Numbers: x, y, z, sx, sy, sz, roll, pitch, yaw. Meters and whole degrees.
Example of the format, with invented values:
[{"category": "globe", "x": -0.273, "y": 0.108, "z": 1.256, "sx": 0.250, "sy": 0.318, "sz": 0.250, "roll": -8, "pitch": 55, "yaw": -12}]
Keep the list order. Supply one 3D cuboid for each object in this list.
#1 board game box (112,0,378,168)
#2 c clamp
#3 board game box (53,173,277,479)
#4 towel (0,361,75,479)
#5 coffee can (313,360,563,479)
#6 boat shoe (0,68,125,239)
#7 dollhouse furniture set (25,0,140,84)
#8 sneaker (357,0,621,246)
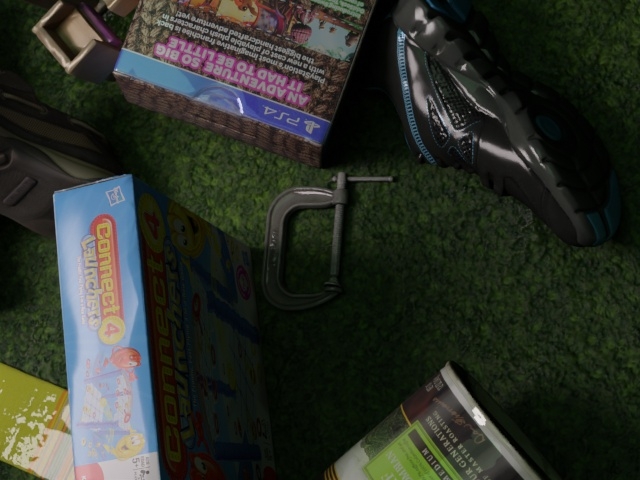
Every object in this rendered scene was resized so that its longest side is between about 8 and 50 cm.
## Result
[{"category": "board game box", "x": -0.057, "y": -0.257, "z": 1.691, "sx": 0.232, "sy": 0.141, "sz": 0.291, "roll": 20, "pitch": 83, "yaw": 2}, {"category": "c clamp", "x": 0.000, "y": 0.000, "z": 1.707, "sx": 0.137, "sy": 0.022, "sz": 0.161, "roll": 6, "pitch": 78, "yaw": 21}, {"category": "board game box", "x": -0.147, "y": 0.123, "z": 1.576, "sx": 0.086, "sy": 0.302, "sz": 0.308, "roll": -12, "pitch": 73, "yaw": 16}, {"category": "towel", "x": -0.328, "y": 0.204, "z": 1.775, "sx": 0.237, "sy": 0.021, "sz": 0.102, "roll": 19, "pitch": 78, "yaw": 24}, {"category": "coffee can", "x": 0.086, "y": 0.278, "z": 1.509, "sx": 0.275, "sy": 0.201, "sz": 0.201, "roll": -42, "pitch": 67, "yaw": 5}, {"category": "boat shoe", "x": -0.365, "y": -0.113, "z": 1.714, "sx": 0.132, "sy": 0.355, "sz": 0.130, "roll": -36, "pitch": 45, "yaw": 27}, {"category": "dollhouse furniture set", "x": -0.216, "y": -0.374, "z": 1.760, "sx": 0.303, "sy": 0.198, "sz": 0.286, "roll": -44, "pitch": 75, "yaw": 13}, {"category": "sneaker", "x": 0.176, "y": -0.112, "z": 1.641, "sx": 0.341, "sy": 0.125, "sz": 0.139, "roll": 53, "pitch": 124, "yaw": 20}]
